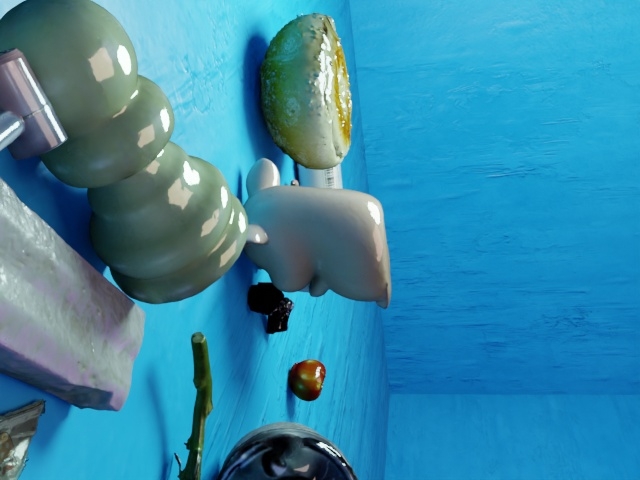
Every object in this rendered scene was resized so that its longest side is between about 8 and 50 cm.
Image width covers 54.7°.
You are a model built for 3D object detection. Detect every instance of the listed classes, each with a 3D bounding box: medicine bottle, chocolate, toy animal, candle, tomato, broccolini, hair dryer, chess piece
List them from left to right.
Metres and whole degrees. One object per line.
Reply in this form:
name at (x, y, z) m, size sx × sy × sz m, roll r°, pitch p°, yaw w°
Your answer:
hair dryer at (-0.196, -0.067, 0.364) m, size 0.114 × 0.037 × 0.063 m, roll -86°, pitch 160°, yaw -58°
chess piece at (-0.166, -0.077, 0.510) m, size 0.251 × 0.144 × 0.144 m, roll 69°, pitch 21°, yaw -46°
broccolini at (-0.154, 0.236, 0.670) m, size 0.123 × 0.062 × 0.271 m, roll 129°, pitch -35°, yaw -84°
chocolate at (-0.084, 0.117, 1.089) m, size 0.070 × 0.072 × 0.147 m, roll 48°, pitch -10°, yaw 17°
candle at (-0.052, 0.339, 0.827) m, size 0.330 × 0.187 × 0.187 m, roll 117°, pitch -27°, yaw -76°
tomato at (-0.028, 0.289, 1.285) m, size 0.087 × 0.075 × 0.087 m, roll 12°, pitch 90°, yaw -84°
toy animal at (-0.004, 0.001, 1.023) m, size 0.213 × 0.256 × 0.195 m, roll 92°, pitch 0°, yaw -46°
medicine bottle at (0.001, -0.120, 1.449) m, size 0.103 × 0.103 × 0.186 m, roll -62°, pitch 147°, yaw -69°

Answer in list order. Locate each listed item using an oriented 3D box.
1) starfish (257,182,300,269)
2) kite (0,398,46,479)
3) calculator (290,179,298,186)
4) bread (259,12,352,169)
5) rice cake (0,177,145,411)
starfish at (-0.071, -0.031, 1.167) m, size 0.238 × 0.071 × 0.216 m, roll 58°, pitch 25°, yaw -56°
kite at (-0.239, 0.237, 0.365) m, size 0.314 × 0.011 × 0.335 m, roll 77°, pitch 16°, yaw -46°
calculator at (-0.057, -0.050, 1.342) m, size 0.103 × 0.024 × 0.166 m, roll -36°, pitch 125°, yaw -76°
bread at (-0.028, -0.283, 1.193) m, size 0.305 × 0.159 × 0.305 m, roll 1°, pitch 90°, yaw -79°
rice cake at (-0.212, 0.039, 0.441) m, size 0.298 × 0.050 × 0.106 m, roll 70°, pitch 20°, yaw -58°
